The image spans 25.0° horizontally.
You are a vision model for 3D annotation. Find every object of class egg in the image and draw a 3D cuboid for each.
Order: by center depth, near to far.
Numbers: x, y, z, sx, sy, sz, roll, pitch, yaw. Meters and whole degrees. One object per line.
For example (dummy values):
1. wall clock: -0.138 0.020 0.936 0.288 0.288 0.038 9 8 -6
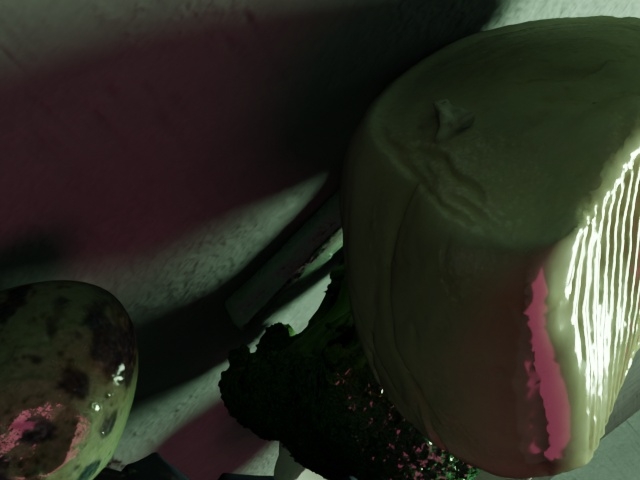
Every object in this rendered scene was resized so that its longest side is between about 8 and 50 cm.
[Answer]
1. egg: -0.194 0.104 0.947 0.181 0.141 0.141 -46 158 7

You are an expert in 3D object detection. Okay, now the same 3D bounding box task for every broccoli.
1. broccoli: 0.066 0.098 1.236 0.295 0.245 0.265 -18 155 20

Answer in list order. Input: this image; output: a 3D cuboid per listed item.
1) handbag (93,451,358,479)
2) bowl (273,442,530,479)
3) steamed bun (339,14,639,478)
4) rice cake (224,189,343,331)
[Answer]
1. handbag: -0.087 0.245 1.154 0.303 0.121 0.329 9 164 -12
2. bowl: 0.081 0.194 1.516 0.287 0.143 0.287 -12 143 -9
3. steamed bun: 0.141 -0.016 1.050 0.383 0.236 0.247 -45 139 -45
4. rice cake: 0.000 -0.001 1.199 0.207 0.033 0.033 -44 159 16
